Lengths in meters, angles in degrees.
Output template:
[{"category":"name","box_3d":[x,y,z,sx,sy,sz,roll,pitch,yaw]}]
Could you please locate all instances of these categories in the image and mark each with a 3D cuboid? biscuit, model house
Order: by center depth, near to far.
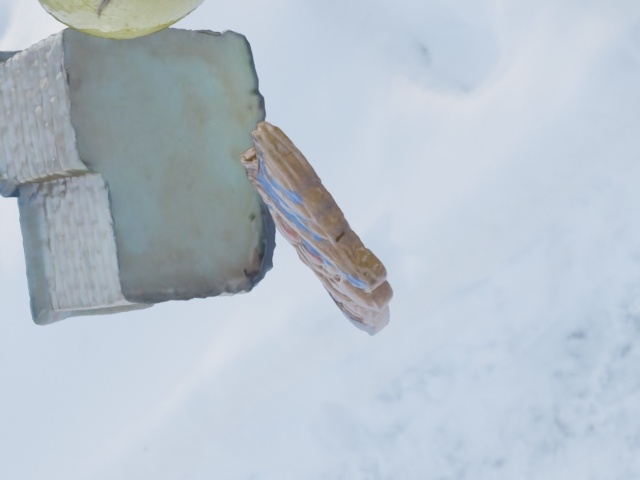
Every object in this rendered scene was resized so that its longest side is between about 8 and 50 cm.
[{"category":"biscuit","box_3d":[0.000,0.000,1.069,0.043,0.280,0.183,-36,50,-10]},{"category":"model house","box_3d":[-0.341,-0.101,2.057,0.400,0.395,0.445,-11,89,43]}]

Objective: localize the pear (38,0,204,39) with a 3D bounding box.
[{"category":"pear","box_3d":[-0.235,-0.405,1.545,0.309,0.309,0.309,-27,56,49]}]
